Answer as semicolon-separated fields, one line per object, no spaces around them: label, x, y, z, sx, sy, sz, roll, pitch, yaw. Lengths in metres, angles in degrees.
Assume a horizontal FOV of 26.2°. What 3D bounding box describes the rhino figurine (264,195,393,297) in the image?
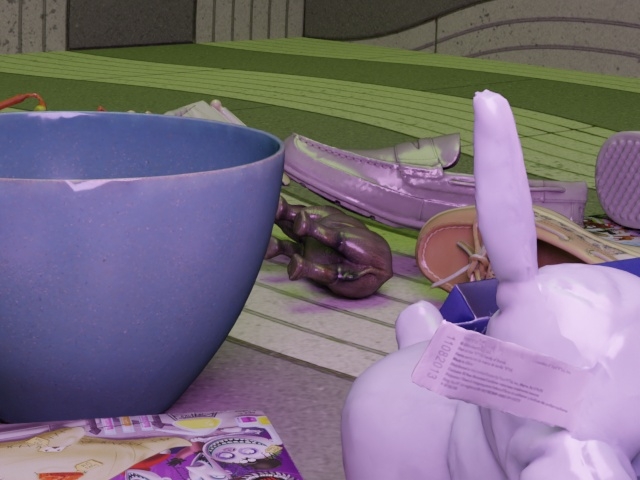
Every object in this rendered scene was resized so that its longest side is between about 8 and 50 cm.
rhino figurine;0.000;0.000;1.358;0.106;0.073;0.243;16;8;-17

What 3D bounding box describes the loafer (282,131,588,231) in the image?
loafer;0.113;-0.060;1.400;0.320;0.111;0.112;17;5;0

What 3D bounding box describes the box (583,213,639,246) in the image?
box;0.363;0.017;1.397;0.159;0.044;0.233;-7;16;-30

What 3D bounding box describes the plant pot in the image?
plant pot;-0.173;0.023;0.983;0.290;0.195;0.290;2;14;0

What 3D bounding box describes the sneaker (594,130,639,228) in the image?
sneaker;0.418;-0.053;1.312;0.150;0.135;0.366;-7;17;-20

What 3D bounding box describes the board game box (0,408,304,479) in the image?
board game box;-0.179;0.156;0.755;0.347;0.056;0.208;-2;18;-15

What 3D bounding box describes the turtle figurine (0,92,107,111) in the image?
turtle figurine;-0.283;-0.116;1.775;0.217;0.087;0.269;24;9;35

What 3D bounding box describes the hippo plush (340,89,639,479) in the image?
hippo plush;0.101;0.127;0.652;0.294;0.234;0.236;26;-28;-24

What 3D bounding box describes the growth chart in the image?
growth chart;-0.131;-0.118;1.768;0.172;0.021;0.237;47;25;10

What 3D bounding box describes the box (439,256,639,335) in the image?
box;0.133;0.075;0.954;0.225;0.136;0.036;-8;53;-32

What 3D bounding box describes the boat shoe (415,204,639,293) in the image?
boat shoe;0.197;0.030;1.193;0.285;0.104;0.089;12;14;33
